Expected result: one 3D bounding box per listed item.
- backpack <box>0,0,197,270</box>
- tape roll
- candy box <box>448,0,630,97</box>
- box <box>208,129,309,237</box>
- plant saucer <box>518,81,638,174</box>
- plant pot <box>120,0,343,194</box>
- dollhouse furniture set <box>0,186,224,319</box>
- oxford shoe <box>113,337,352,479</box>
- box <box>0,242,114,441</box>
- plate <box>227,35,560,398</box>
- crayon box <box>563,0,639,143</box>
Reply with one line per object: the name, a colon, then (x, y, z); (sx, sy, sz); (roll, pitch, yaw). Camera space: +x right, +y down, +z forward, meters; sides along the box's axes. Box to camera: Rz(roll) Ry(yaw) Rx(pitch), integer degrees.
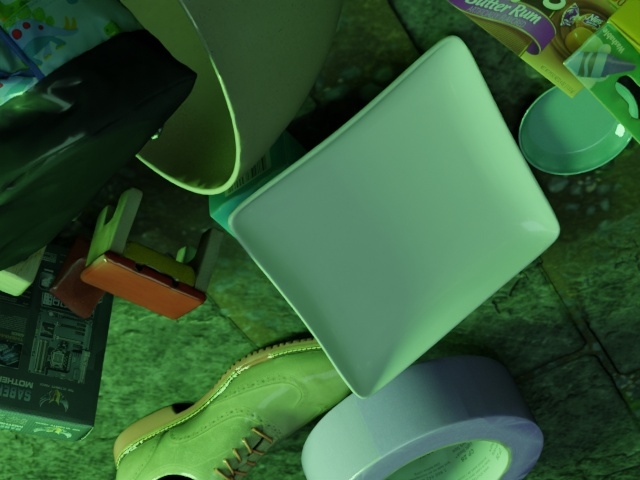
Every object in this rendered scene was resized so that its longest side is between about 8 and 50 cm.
backpack: (-0.308, -0.154, 0.773); (0.290, 0.273, 0.356); (-34, 85, 41)
tape roll: (0.120, 0.252, 1.358); (0.274, 0.090, 0.275); (-16, 144, -12)
candy box: (0.196, -0.219, 1.012); (0.186, 0.053, 0.109); (30, 120, -32)
box: (0.000, 0.000, 1.177); (0.100, 0.060, 0.244); (-32, 128, 20)
plant saucer: (0.251, -0.117, 1.134); (0.119, 0.021, 0.119); (-4, 133, -5)
plant pot: (-0.089, -0.203, 0.871); (0.191, 0.284, 0.284); (-39, 137, -23)
dollhouse furniture set: (-0.304, 0.010, 1.014); (0.374, 0.152, 0.201); (27, 151, -23)
oxford shoe: (-0.089, 0.231, 1.326); (0.348, 0.130, 0.123); (-33, 128, 20)
box: (-0.324, 0.083, 1.119); (0.232, 0.183, 0.059); (14, 150, -20)
plate: (0.076, -0.020, 1.122); (0.278, 0.045, 0.277); (-39, 124, -6)
crayon box: (0.400, -0.196, 0.999); (0.323, 0.083, 0.203); (-45, 125, 14)
